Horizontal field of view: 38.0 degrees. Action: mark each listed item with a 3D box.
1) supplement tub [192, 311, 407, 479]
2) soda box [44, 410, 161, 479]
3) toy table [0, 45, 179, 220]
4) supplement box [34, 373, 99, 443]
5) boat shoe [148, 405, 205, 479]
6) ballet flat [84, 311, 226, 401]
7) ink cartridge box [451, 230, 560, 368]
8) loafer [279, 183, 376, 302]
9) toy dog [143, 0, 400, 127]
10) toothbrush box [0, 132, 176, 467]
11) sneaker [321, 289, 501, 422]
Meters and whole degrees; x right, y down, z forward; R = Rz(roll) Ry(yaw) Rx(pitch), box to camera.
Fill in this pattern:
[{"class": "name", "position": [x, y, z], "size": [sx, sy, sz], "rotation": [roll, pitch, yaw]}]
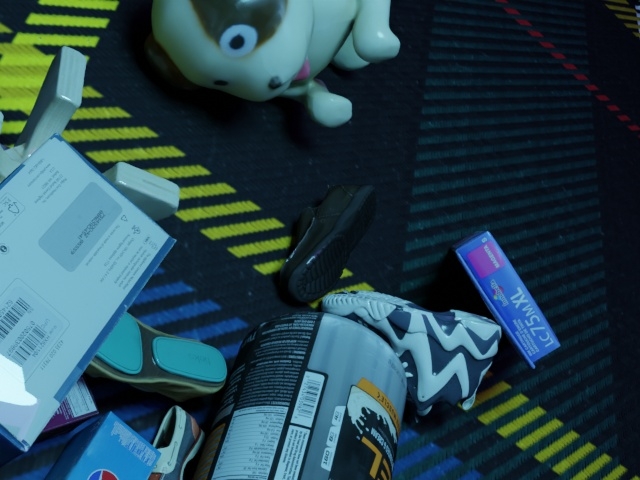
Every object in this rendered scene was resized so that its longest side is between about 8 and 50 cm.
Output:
[{"class": "supplement tub", "position": [-0.028, 0.242, 0.924], "size": [0.193, 0.193, 0.316], "rotation": [39, 42, -20]}, {"class": "soda box", "position": [-0.223, 0.254, 0.806], "size": [0.067, 0.071, 0.210], "rotation": [45, 39, -15]}, {"class": "toy table", "position": [-0.280, -0.048, 0.896], "size": [0.274, 0.161, 0.252], "rotation": [11, 55, -41]}, {"class": "supplement box", "position": [-0.257, 0.159, 0.854], "size": [0.083, 0.055, 0.043], "rotation": [-11, 71, -50]}, {"class": "boat shoe", "position": [-0.157, 0.220, 0.917], "size": [0.043, 0.049, 0.137], "rotation": [56, 31, -18]}, {"class": "ballet flat", "position": [-0.190, 0.117, 0.915], "size": [0.232, 0.073, 0.080], "rotation": [32, 38, -45]}, {"class": "ink cartridge box", "position": [0.261, 0.076, 1.337], "size": [0.186, 0.065, 0.311], "rotation": [58, 8, 3]}, {"class": "loafer", "position": [0.000, 0.000, 1.238], "size": [0.220, 0.078, 0.080], "rotation": [-51, 145, -43]}, {"class": "toy dog", "position": [-0.057, -0.342, 1.252], "size": [0.395, 0.284, 0.408], "rotation": [47, 41, -10]}, {"class": "toothbrush box", "position": [-0.275, 0.087, 0.693], "size": [0.126, 0.295, 0.216], "rotation": [45, 38, -15]}, {"class": "sneaker", "position": [0.106, 0.156, 1.211], "size": [0.235, 0.094, 0.153], "rotation": [12, 95, -7]}]
